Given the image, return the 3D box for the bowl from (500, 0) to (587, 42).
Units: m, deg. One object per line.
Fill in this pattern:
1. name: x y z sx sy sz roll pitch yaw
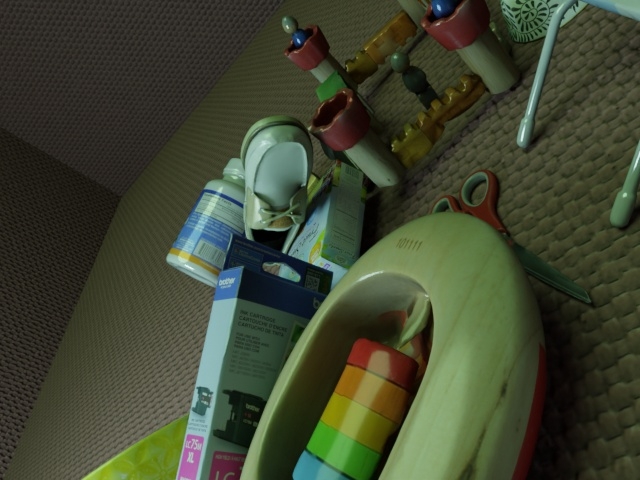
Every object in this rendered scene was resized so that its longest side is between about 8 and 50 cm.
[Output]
1. bowl: 0.321 -0.383 0.848 0.170 0.080 0.170 -39 32 31

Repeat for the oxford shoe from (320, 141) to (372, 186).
1. oxford shoe: 0.059 -0.164 1.075 0.076 0.076 0.212 -18 39 -7

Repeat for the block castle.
1. block castle: 0.099 -0.326 0.970 0.303 0.213 0.453 -39 31 16

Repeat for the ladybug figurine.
1. ladybug figurine: 0.069 0.191 0.558 0.449 0.162 0.305 -61 27 -9

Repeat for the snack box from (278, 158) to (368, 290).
1. snack box: 0.000 0.000 0.956 0.174 0.070 0.207 -48 26 45

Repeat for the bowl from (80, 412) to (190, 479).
1. bowl: -0.211 0.368 0.815 0.289 0.289 0.156 -44 73 26

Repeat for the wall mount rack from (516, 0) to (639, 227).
1. wall mount rack: 0.333 -0.199 0.589 0.304 0.130 0.350 -45 29 16

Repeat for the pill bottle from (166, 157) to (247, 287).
1. pill bottle: -0.215 -0.040 1.304 0.152 0.152 0.272 1 62 60

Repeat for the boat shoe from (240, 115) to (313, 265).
1. boat shoe: -0.063 -0.064 0.897 0.302 0.113 0.103 103 158 -61

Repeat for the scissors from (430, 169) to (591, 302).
1. scissors: 0.206 0.010 0.689 0.109 0.021 0.297 -45 30 19

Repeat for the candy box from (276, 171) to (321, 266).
1. candy box: -0.060 -0.052 1.167 0.187 0.053 0.109 -52 27 7

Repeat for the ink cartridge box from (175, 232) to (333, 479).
1. ink cartridge box: -0.053 0.158 0.713 0.065 0.185 0.311 -17 59 47
